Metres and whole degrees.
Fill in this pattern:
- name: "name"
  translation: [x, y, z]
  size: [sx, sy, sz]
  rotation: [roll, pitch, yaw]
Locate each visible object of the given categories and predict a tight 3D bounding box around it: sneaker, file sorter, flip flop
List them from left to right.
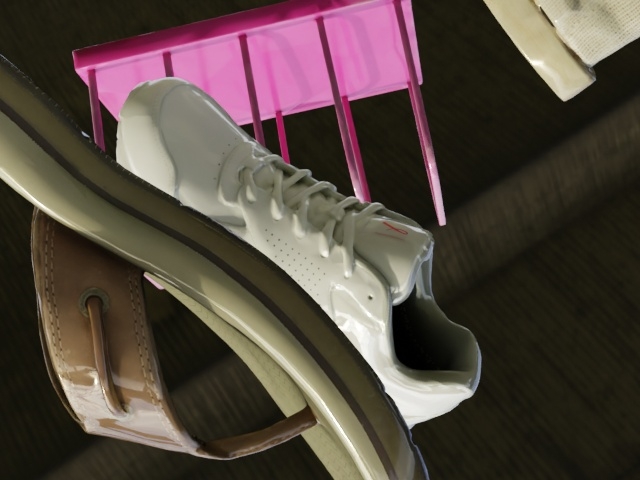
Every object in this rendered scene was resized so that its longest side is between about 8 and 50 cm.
- name: "flip flop"
  translation: [-0.075, 0.016, 0.408]
  size: [0.080, 0.277, 0.112]
  rotation: [-52, -168, -10]
- name: "file sorter"
  translation: [-0.041, -0.082, 1.080]
  size: [0.290, 0.202, 0.182]
  rotation: [-12, -107, 5]
- name: "sneaker"
  translation: [0.000, 0.000, 0.601]
  size: [0.115, 0.232, 0.090]
  rotation: [-27, -158, 42]

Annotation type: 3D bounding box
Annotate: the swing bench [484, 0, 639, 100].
- name: "swing bench"
  translation: [0.196, -0.232, 0.609]
  size: [0.253, 0.165, 0.255]
  rotation: [-35, -175, 28]
